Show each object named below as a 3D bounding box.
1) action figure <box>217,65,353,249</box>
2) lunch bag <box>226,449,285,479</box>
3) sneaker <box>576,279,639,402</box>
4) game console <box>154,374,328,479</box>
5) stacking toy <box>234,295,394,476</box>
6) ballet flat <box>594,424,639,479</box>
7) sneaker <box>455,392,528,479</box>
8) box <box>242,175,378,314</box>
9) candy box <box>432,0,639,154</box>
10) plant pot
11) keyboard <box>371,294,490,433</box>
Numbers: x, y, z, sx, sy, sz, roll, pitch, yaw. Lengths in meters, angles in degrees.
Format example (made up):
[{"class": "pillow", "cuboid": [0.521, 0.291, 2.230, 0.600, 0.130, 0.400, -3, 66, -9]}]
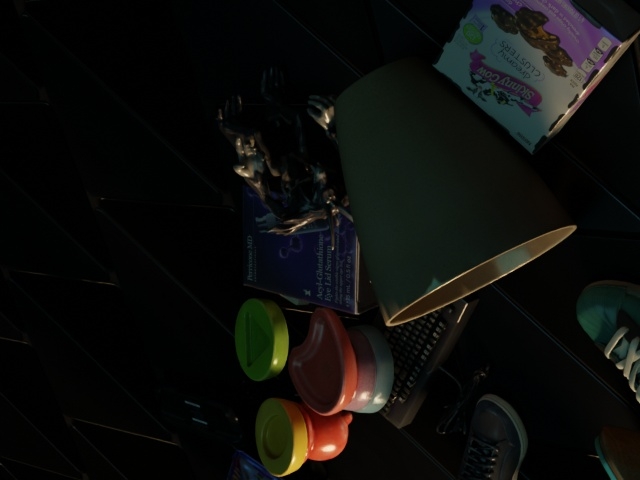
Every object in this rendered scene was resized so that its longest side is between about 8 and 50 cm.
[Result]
[{"class": "action figure", "cuboid": [-0.038, -0.111, 1.664, 0.276, 0.164, 0.141, 51, 167, 40]}, {"class": "lunch bag", "cuboid": [-0.046, 0.518, 2.201, 0.293, 0.138, 0.221, 22, 144, 9]}, {"class": "sneaker", "cuboid": [0.424, 0.166, 1.537, 0.302, 0.121, 0.108, 37, 137, 16]}, {"class": "game console", "cuboid": [-0.149, 0.310, 2.223, 0.361, 0.044, 0.213, 12, 127, 34]}, {"class": "stacking toy", "cuboid": [-0.003, 0.183, 1.969, 0.309, 0.130, 0.280, -52, 49, 45]}, {"class": "ballet flat", "cuboid": [0.489, 0.361, 1.647, 0.124, 0.116, 0.342, -28, 100, 29]}, {"class": "sneaker", "cuboid": [0.219, 0.342, 1.824, 0.086, 0.163, 0.226, 21, 130, 32]}, {"class": "box", "cuboid": [0.000, 0.000, 1.779, 0.207, 0.108, 0.153, 11, 109, 35]}, {"class": "candy box", "cuboid": [0.243, -0.222, 1.449, 0.165, 0.070, 0.196, 43, 138, 9]}, {"class": "plant pot", "cuboid": [0.134, -0.076, 1.555, 0.256, 0.256, 0.274, -38, 74, 50]}, {"class": "keyboard", "cuboid": [0.155, 0.176, 1.858, 0.201, 0.033, 0.317, 37, 139, 15]}]
